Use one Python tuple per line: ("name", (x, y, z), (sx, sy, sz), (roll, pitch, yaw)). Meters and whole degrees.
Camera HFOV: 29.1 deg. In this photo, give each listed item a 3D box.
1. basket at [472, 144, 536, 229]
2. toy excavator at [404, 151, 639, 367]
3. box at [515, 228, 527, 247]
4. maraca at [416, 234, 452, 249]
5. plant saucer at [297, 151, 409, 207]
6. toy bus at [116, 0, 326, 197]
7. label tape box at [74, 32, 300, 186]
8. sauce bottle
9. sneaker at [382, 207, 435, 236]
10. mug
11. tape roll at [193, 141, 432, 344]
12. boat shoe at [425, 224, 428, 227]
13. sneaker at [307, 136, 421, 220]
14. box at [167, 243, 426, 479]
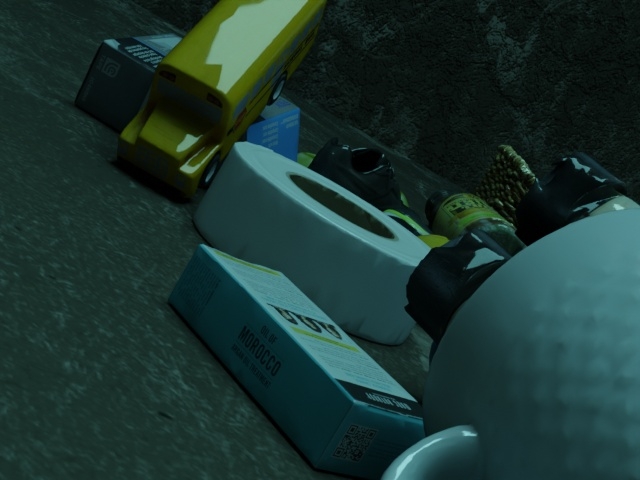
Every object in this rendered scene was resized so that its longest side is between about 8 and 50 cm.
("basket", (0.378, -0.019, 2.238), (0.213, 0.223, 0.299), (30, 9, -4))
("toy excavator", (0.301, 0.124, 1.274), (0.222, 0.433, 0.445), (45, -24, 31))
("box", (0.371, 0.100, 1.911), (0.232, 0.127, 0.148), (30, 10, -10))
("maraca", (0.157, 0.061, 1.581), (0.127, 0.099, 0.186), (42, -11, 40))
("plant saucer", (0.049, -0.101, 2.104), (0.241, 0.037, 0.241), (23, 7, -3))
("toy bus", (-0.114, -0.202, 1.495), (0.108, 0.130, 0.333), (30, 49, 6))
("label tape box", (-0.129, -0.154, 1.677), (0.333, 0.106, 0.240), (32, 18, 7))
("sauce bottle", (0.227, -0.013, 1.926), (0.111, 0.111, 0.344), (28, 8, -14))
("sneaker", (0.137, 0.037, 1.754), (0.097, 0.084, 0.234), (-14, 39, -41))
("mug", (0.212, 0.180, 0.786), (0.374, 0.276, 0.328), (-6, 33, -20))
("tape roll", (0.000, 0.000, 1.398), (0.286, 0.100, 0.286), (29, 11, -6))
("boat shoe", (0.186, 0.009, 2.079), (0.153, 0.048, 0.056), (21, 19, -17))
("sneaker", (0.080, -0.072, 1.894), (0.109, 0.130, 0.286), (36, 10, 36))
("box", (-0.020, 0.095, 0.987), (0.100, 0.060, 0.244), (21, 14, -42))
